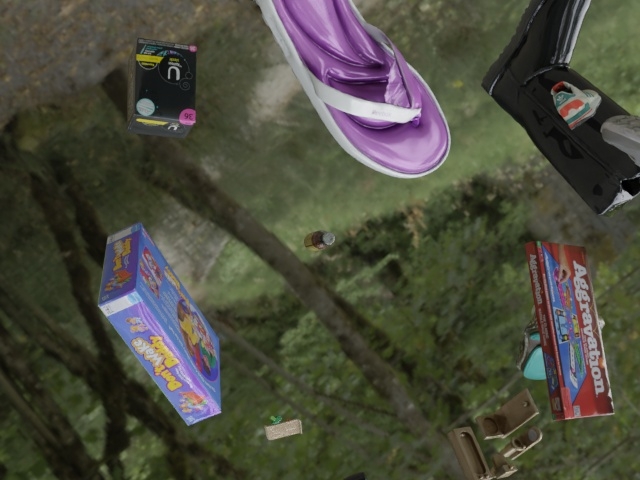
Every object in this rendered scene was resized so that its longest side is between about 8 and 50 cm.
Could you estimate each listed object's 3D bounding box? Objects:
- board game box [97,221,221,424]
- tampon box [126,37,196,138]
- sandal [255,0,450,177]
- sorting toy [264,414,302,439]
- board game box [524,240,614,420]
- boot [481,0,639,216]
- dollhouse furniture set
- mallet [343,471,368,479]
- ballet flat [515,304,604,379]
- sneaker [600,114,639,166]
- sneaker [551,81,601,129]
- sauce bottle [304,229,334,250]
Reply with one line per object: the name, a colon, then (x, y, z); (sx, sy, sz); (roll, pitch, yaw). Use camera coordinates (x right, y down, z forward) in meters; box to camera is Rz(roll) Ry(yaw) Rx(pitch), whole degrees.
board game box: (-0.313, 0.167, 1.739); (0.078, 0.347, 0.233); (-23, -147, 7)
tampon box: (-0.313, -0.297, 1.706); (0.120, 0.161, 0.101); (3, 166, -21)
sandal: (0.057, -0.240, 1.240); (0.169, 0.416, 0.102); (-52, -154, -13)
sorting toy: (-0.063, 0.308, 1.448); (0.062, 0.012, 0.083); (-9, 145, -4)
board game box: (0.404, 0.144, 1.404); (0.145, 0.281, 0.027); (6, 162, -42)
boot: (0.588, -0.322, 1.877); (0.146, 0.445, 0.367); (-4, 138, -36)
dollhouse furniture set: (0.365, 0.401, 1.778); (0.151, 0.144, 0.123); (1, 144, -33)
mallet: (0.079, 0.633, 2.166); (0.062, 0.039, 0.189); (-21, -175, 12)
ballet flat: (0.590, 0.211, 2.209); (0.483, 0.164, 0.182); (90, 3, -67)
sneaker: (0.540, -0.094, 1.314); (0.105, 0.281, 0.115); (-24, 142, -45)
sneaker: (0.441, -0.250, 1.510); (0.057, 0.075, 0.161); (-36, -174, 31)
sauce bottle: (0.000, 0.000, 1.795); (0.042, 0.042, 0.128); (-40, -171, -14)
